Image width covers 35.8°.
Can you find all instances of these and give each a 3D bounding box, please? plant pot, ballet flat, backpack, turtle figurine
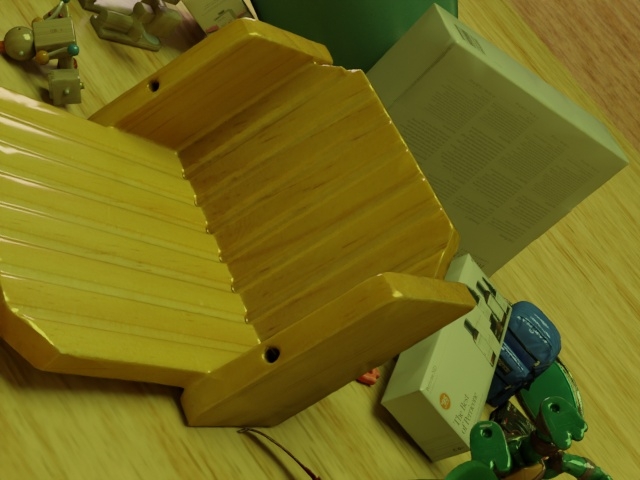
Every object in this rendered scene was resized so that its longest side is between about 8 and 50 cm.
[{"bbox_3d":[0.058,-0.309,1.369,0.293,0.293,0.235,-67,143,-61],"label":"plant pot"},{"bbox_3d":[0.284,0.169,1.343,0.221,0.077,0.079,56,9,19],"label":"ballet flat"},{"bbox_3d":[0.240,0.144,1.246,0.098,0.120,0.101,48,26,1],"label":"backpack"},{"bbox_3d":[0.211,0.255,1.038,0.118,0.175,0.234,45,-20,35],"label":"turtle figurine"}]

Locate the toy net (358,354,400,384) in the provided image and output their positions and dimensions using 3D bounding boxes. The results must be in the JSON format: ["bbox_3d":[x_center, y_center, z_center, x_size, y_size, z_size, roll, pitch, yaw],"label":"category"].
[{"bbox_3d":[0.083,0.118,1.138,0.232,0.045,0.122,27,32,-34],"label":"toy net"}]

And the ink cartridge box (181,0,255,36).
[{"bbox_3d":[-0.145,-0.325,1.317,0.115,0.067,0.198,59,4,22],"label":"ink cartridge box"}]

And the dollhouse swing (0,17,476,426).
[{"bbox_3d":[-0.099,-0.055,0.869,0.305,0.315,0.347,42,19,-58],"label":"dollhouse swing"}]

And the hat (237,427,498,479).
[{"bbox_3d":[0.053,0.265,0.918,0.173,0.183,0.208,-14,105,-53],"label":"hat"}]

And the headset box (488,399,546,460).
[{"bbox_3d":[0.243,0.245,1.209,0.083,0.032,0.062,45,26,0],"label":"headset box"}]

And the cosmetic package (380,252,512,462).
[{"bbox_3d":[0.150,0.127,1.131,0.099,0.060,0.239,48,39,-17],"label":"cosmetic package"}]

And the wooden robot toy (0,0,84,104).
[{"bbox_3d":[-0.291,-0.191,1.029,0.079,0.076,0.173,-6,49,-15],"label":"wooden robot toy"}]

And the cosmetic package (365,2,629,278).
[{"bbox_3d":[0.193,-0.113,1.352,0.377,0.284,0.097,25,32,-37],"label":"cosmetic package"}]

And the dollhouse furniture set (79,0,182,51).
[{"bbox_3d":[-0.195,-0.310,1.211,0.123,0.151,0.144,3,51,-54],"label":"dollhouse furniture set"}]
